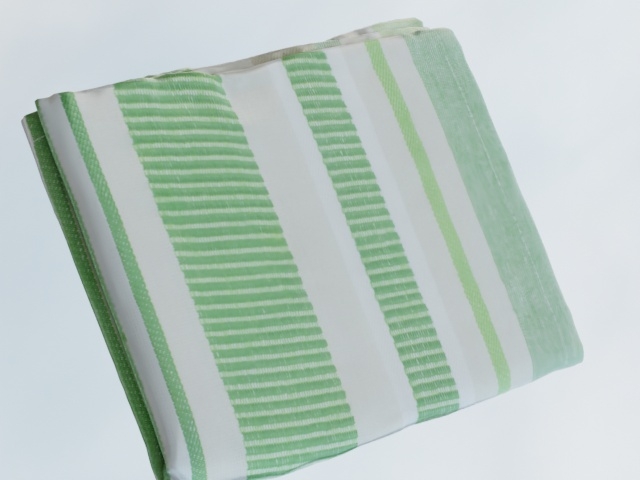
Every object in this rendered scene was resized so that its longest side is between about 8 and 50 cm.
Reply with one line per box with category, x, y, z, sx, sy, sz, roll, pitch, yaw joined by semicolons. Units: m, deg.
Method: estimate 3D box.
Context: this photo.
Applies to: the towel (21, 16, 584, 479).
towel;0.000;0.000;1.073;0.038;0.324;0.248;-29;-100;49
